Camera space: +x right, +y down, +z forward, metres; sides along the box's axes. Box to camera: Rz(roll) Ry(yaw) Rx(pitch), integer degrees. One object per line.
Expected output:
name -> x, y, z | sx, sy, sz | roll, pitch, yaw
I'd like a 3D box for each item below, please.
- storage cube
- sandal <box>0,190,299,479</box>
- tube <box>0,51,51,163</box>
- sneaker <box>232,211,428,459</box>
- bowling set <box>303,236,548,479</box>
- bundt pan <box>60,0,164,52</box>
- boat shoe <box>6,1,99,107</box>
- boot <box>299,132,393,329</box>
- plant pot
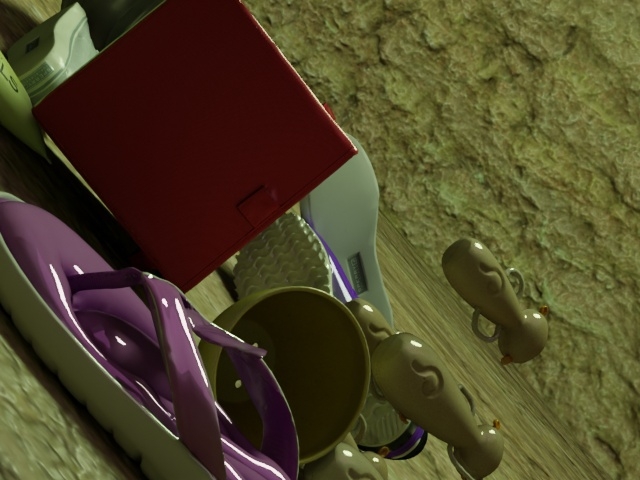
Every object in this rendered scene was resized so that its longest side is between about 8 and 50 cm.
storage cube -> -0.110, -0.090, 1.368 | 0.193, 0.215, 0.183 | 52, -3, -7
sandal -> -0.063, 0.112, 1.066 | 0.416, 0.102, 0.169 | 49, 7, 7
tube -> -0.296, -0.164, 1.320 | 0.240, 0.062, 0.070 | 52, 47, -37
sneaker -> 0.016, 0.107, 1.622 | 0.293, 0.102, 0.146 | 59, 7, 33
bowling set -> 0.056, 0.139, 1.369 | 0.200, 0.287, 0.154 | 1, -42, 53
bundt pan -> -0.156, -0.172, 1.738 | 0.331, 0.124, 0.331 | 47, -6, 7
boat shoe -> -0.247, -0.161, 1.547 | 0.081, 0.079, 0.227 | 56, 9, -20
boot -> 0.000, 0.000, 1.741 | 0.123, 0.095, 0.258 | 21, -55, 52
plant pot -> -0.043, 0.097, 1.241 | 0.134, 0.134, 0.095 | 45, -17, -25
